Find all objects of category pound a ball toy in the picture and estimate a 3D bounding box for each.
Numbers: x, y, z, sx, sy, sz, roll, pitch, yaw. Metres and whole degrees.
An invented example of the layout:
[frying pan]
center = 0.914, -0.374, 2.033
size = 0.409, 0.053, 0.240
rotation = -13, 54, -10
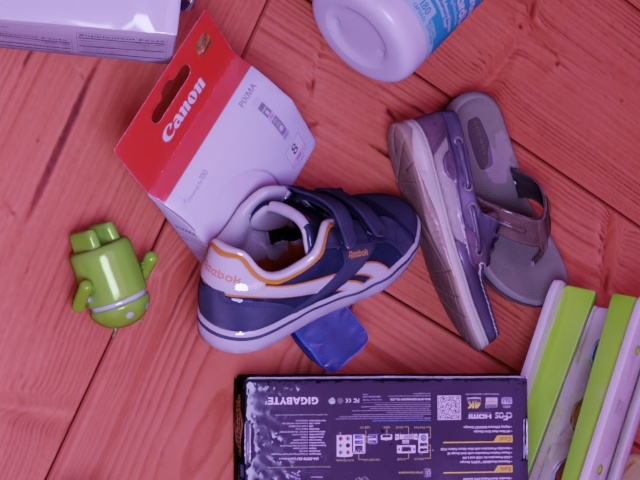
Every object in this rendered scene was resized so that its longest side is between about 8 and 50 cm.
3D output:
[pound a ball toy]
center = 0.333, 0.226, 1.992
size = 0.136, 0.208, 0.319
rotation = 38, 68, -54

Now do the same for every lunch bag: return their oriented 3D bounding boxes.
[lunch bag]
center = -0.002, 0.091, 1.913
size = 0.067, 0.065, 0.098
rotation = -39, 108, -10

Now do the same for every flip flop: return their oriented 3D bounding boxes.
[flip flop]
center = 0.225, -0.047, 2.042
size = 0.112, 0.080, 0.277
rotation = -26, 102, -29

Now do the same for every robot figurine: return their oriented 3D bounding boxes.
[robot figurine]
center = -0.218, 0.040, 1.786
size = 0.101, 0.067, 0.115
rotation = -26, 101, -41

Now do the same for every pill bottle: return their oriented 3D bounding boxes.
[pill bottle]
center = 0.122, -0.312, 1.959
size = 0.264, 0.146, 0.146
rotation = -47, 110, -23

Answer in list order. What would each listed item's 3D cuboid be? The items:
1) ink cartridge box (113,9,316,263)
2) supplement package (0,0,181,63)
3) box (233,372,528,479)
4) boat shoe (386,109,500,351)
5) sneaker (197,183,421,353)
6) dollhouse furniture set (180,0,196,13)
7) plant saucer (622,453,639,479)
[ink cartridge box]
center = -0.103, -0.096, 1.805
size = 0.189, 0.066, 0.232
rotation = -60, 152, -19
[supplement package]
center = -0.233, -0.324, 1.713
size = 0.204, 0.145, 0.262
rotation = 5, 85, -6
[box]
center = 0.067, 0.273, 1.882
size = 0.322, 0.079, 0.257
rotation = 0, 89, -12
[boat shoe]
center = 0.161, -0.013, 1.979
size = 0.092, 0.103, 0.285
rotation = -22, 101, -11
[sneaker]
center = 0.000, 0.000, 1.842
size = 0.321, 0.126, 0.127
rotation = -32, 137, -42
[dollhouse furniture set]
center = -0.204, -0.252, 1.844
size = 0.114, 0.091, 0.081
rotation = 31, 113, -3
[plant saucer]
center = 0.352, 0.483, 2.092
size = 0.333, 0.081, 0.333
rotation = -46, 109, -25
